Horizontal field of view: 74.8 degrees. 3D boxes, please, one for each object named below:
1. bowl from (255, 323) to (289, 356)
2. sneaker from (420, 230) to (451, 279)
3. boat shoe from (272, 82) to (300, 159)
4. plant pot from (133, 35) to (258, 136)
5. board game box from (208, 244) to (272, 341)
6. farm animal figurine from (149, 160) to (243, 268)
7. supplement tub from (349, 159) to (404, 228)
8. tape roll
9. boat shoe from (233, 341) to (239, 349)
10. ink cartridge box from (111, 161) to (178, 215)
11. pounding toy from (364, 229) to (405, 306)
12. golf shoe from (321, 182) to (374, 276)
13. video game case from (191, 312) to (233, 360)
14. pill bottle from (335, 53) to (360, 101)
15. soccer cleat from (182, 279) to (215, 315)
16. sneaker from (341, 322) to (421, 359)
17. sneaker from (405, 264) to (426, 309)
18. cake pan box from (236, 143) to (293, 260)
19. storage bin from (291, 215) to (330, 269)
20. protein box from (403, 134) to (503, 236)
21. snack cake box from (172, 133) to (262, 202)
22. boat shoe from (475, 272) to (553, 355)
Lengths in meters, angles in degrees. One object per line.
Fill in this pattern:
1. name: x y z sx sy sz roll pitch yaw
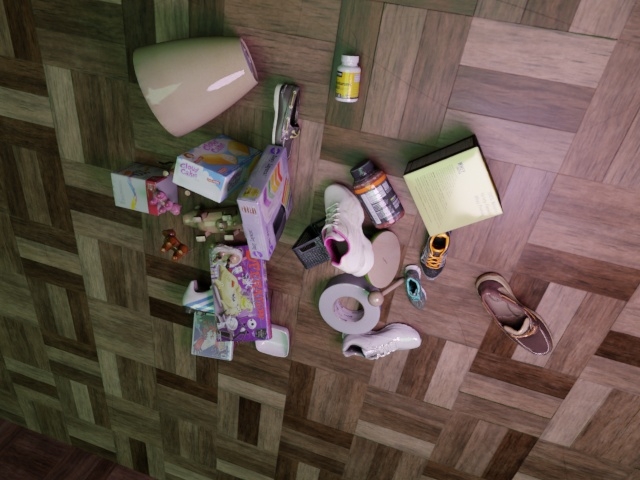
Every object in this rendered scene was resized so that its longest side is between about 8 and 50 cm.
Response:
1. bowl: -0.188 0.393 1.687 0.142 0.053 0.142 10 120 13
2. sneaker: 0.357 0.037 1.303 0.084 0.083 0.214 8 121 12
3. boat shoe: -0.097 -0.343 1.240 0.069 0.081 0.227 12 118 16
4. plant pot: -0.325 -0.458 1.176 0.274 0.256 0.256 -17 112 8
5. board game box: -0.292 0.192 1.524 0.208 0.056 0.346 -5 91 10
6. farm animal figurine: -0.403 -0.092 1.434 0.327 0.172 0.330 14 111 -4
7. supplement tub: 0.165 -0.141 1.254 0.106 0.106 0.198 -23 108 27
8. tape roll: 0.108 0.227 1.492 0.219 0.072 0.219 7 119 13
9. boat shoe: -0.444 0.423 1.774 0.207 0.073 0.073 1 121 19
10. ink cartridge box: -0.612 -0.183 1.464 0.176 0.128 0.127 12 120 11
11. pounding toy: 0.169 0.075 1.355 0.110 0.183 0.236 11 127 41
12. golf shoe: 0.060 -0.044 1.232 0.115 0.140 0.306 -35 61 35
13. video game case: -0.443 0.382 1.728 0.184 0.023 0.201 5 91 15
14. pill bottle: 0.076 -0.443 1.141 0.065 0.065 0.116 11 119 12
15. soccer cleat: -0.367 0.237 1.627 0.331 0.116 0.143 12 83 -5
16. sneaker: 0.214 0.378 1.507 0.297 0.129 0.111 -10 112 21
17. sneaker: 0.311 0.168 1.392 0.065 0.076 0.166 -10 114 23
18. cake pan box: -0.157 -0.108 1.254 0.070 0.245 0.266 12 140 12
19. storage bin: 0.000 0.000 1.338 0.122 0.180 0.084 -26 106 28
20. protein box: 0.369 -0.152 1.165 0.201 0.136 0.199 -20 109 26
21. snack cake box: -0.301 -0.225 1.262 0.152 0.264 0.089 25 121 3
22. boat shoe: 0.613 0.258 1.317 0.123 0.123 0.342 -34 103 30
